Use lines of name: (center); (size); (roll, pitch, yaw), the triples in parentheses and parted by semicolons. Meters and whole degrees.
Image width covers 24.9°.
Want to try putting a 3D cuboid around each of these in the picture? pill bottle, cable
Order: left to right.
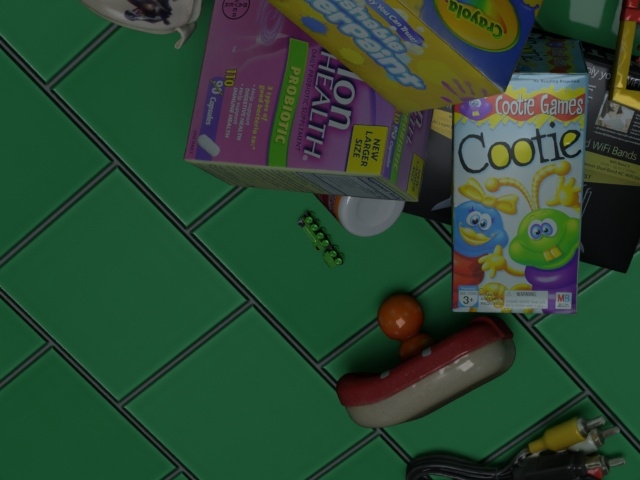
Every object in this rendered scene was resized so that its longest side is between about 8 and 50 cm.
pill bottle: (0.030, -0.075, 1.703); (0.086, 0.152, 0.086); (-14, 126, -21)
cable: (0.262, 0.303, 1.922); (0.287, 0.072, 0.139); (-12, 130, 23)

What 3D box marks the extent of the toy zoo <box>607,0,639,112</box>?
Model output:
toy zoo: (0.429, -0.241, 1.604); (0.192, 0.030, 0.293); (9, 94, -1)

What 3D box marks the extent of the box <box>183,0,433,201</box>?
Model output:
box: (-0.004, -0.166, 1.598); (0.243, 0.117, 0.213); (7, 80, 25)

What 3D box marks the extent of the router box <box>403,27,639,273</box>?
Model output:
router box: (0.251, -0.119, 1.705); (0.309, 0.081, 0.242); (16, 114, -1)

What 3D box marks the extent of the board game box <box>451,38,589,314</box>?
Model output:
board game box: (0.216, -0.073, 1.605); (0.142, 0.144, 0.275); (1, 113, 6)

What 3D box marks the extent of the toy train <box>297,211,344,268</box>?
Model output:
toy train: (0.000, 0.000, 1.818); (0.024, 0.017, 0.083); (-27, 109, 27)

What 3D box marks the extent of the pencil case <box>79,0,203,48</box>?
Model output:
pencil case: (-0.146, -0.424, 1.566); (0.184, 0.160, 0.410); (29, 114, 14)

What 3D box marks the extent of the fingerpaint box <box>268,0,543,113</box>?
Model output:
fingerpaint box: (0.043, -0.400, 1.386); (0.445, 0.371, 0.163); (36, 157, -29)

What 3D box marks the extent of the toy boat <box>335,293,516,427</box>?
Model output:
toy boat: (0.119, 0.138, 1.819); (0.231, 0.151, 0.151); (-31, 77, 17)
